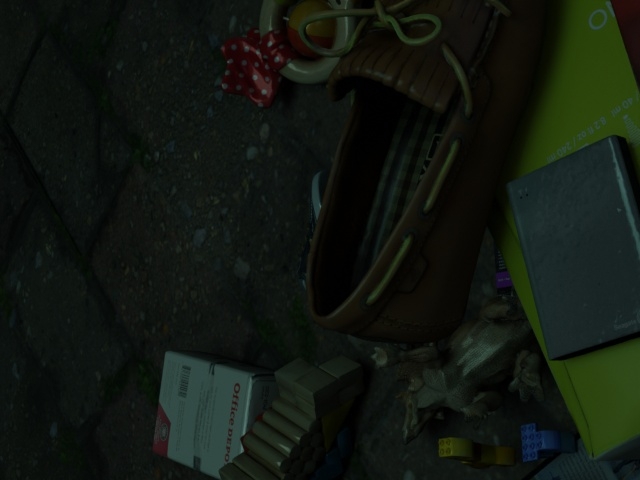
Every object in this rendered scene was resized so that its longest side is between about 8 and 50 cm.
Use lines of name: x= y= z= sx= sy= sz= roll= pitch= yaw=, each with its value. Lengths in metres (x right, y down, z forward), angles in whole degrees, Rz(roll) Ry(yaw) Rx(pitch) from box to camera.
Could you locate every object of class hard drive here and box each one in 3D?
hard drive: x=0.186 y=0.007 z=0.712 sx=0.094 sy=0.022 sz=0.135 roll=-26 pitch=67 yaw=41

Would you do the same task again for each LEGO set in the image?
LEGO set: x=0.179 y=0.241 z=1.072 sx=0.227 sy=0.093 sz=0.087 roll=-25 pitch=56 yaw=46

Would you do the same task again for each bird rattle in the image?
bird rattle: x=-0.038 y=-0.301 z=1.443 sx=0.207 sy=0.143 sz=0.253 roll=26 pitch=107 yaw=30

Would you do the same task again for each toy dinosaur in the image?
toy dinosaur: x=0.182 y=0.120 z=1.141 sx=0.296 sy=0.200 sz=0.127 roll=-30 pitch=86 yaw=15

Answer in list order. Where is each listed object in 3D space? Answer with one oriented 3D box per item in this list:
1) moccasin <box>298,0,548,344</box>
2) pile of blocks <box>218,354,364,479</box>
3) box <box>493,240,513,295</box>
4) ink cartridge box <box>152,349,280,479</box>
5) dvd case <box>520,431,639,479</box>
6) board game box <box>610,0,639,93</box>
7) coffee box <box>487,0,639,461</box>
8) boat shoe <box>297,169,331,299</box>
moccasin: x=0.066 y=-0.114 z=0.769 sx=0.139 sy=0.147 sz=0.380 roll=21 pitch=96 yaw=47
pile of blocks: x=-0.062 y=0.308 z=1.344 sx=0.113 sy=0.149 sz=0.362 roll=23 pitch=78 yaw=49
box: x=0.247 y=-0.024 z=1.153 sx=0.116 sy=0.029 sz=0.162 roll=-13 pitch=76 yaw=45
ink cartridge box: x=-0.140 y=0.253 z=1.483 sx=0.218 sy=0.092 sz=0.158 roll=7 pitch=89 yaw=50
dvd case: x=0.274 y=0.288 z=1.026 sx=0.253 sy=0.022 sz=0.180 roll=-49 pitch=39 yaw=27
board game box: x=0.313 y=-0.203 z=0.626 sx=0.281 sy=0.027 sz=0.145 roll=-24 pitch=65 yaw=30
coffee box: x=0.356 y=-0.050 z=0.805 sx=0.338 sy=0.334 sz=0.338 roll=-39 pitch=57 yaw=34
boat shoe: x=0.000 y=0.000 z=1.389 sx=0.083 sy=0.065 sz=0.183 roll=-27 pitch=66 yaw=41
